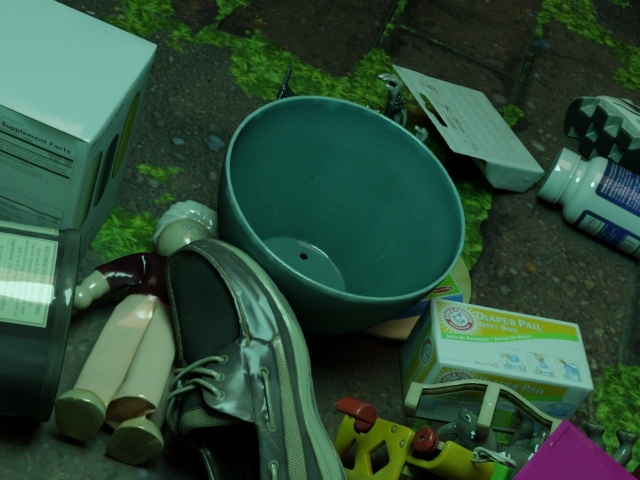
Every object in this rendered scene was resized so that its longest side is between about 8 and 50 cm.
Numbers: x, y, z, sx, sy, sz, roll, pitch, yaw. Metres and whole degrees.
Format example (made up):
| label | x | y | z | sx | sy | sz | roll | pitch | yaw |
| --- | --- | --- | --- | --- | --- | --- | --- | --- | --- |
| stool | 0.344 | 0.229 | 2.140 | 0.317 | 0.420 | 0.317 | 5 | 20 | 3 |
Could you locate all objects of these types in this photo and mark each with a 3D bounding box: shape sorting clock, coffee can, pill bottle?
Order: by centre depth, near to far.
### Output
| label | x | y | z | sx | sy | sz | roll | pitch | yaw |
| --- | --- | --- | --- | --- | --- | --- | --- | --- | --- |
| coffee can | -0.396 | 0.065 | 1.124 | 0.275 | 0.201 | 0.201 | 10 | 45 | -15 |
| shape sorting clock | 0.097 | 0.049 | 1.477 | 0.206 | 0.040 | 0.206 | 6 | 45 | -6 |
| pill bottle | 0.429 | -0.061 | 1.682 | 0.186 | 0.112 | 0.112 | 29 | 43 | 3 |

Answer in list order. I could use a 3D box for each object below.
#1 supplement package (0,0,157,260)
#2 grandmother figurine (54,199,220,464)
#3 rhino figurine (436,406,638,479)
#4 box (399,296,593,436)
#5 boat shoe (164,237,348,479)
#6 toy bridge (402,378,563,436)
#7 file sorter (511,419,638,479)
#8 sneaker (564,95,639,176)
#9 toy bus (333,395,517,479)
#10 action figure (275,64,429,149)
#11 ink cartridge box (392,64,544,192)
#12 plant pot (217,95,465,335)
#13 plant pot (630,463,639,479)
| label | x | y | z | sx | sy | sz | roll | pitch | yaw |
| --- | --- | --- | --- | --- | --- | --- | --- | --- | --- |
| supplement package | -0.335 | -0.112 | 1.278 | 0.198 | 0.263 | 0.199 | 23 | 44 | -1 |
| grandmother figurine | -0.180 | 0.086 | 1.276 | 0.208 | 0.104 | 0.342 | 36 | 41 | -21 |
| rhino figurine | 0.247 | 0.254 | 1.310 | 0.243 | 0.073 | 0.106 | 13 | 86 | -11 |
| box | 0.212 | 0.158 | 1.371 | 0.203 | 0.114 | 0.103 | 11 | 44 | -13 |
| boat shoe | -0.084 | 0.161 | 1.151 | 0.130 | 0.132 | 0.355 | -9 | 69 | -50 |
| toy bridge | 0.193 | 0.192 | 1.277 | 0.188 | 0.026 | 0.063 | 13 | 48 | 13 |
| file sorter | 0.277 | 0.378 | 1.136 | 0.290 | 0.182 | 0.202 | 41 | 44 | 15 |
| sneaker | 0.549 | -0.124 | 1.790 | 0.146 | 0.122 | 0.330 | -13 | 55 | -31 |
| toy bus | 0.096 | 0.249 | 1.172 | 0.191 | 0.202 | 0.104 | 21 | 79 | 12 |
| action figure | 0.065 | -0.157 | 1.595 | 0.275 | 0.141 | 0.164 | 21 | 32 | -2 |
| ink cartridge box | 0.210 | -0.165 | 1.677 | 0.232 | 0.066 | 0.189 | 3 | 46 | -43 |
| plant pot | 0.000 | 0.000 | 1.333 | 0.290 | 0.195 | 0.290 | 13 | 50 | -16 |
| plant pot | 0.541 | 0.268 | 1.287 | 0.267 | 0.236 | 0.267 | -21 | 47 | -38 |
